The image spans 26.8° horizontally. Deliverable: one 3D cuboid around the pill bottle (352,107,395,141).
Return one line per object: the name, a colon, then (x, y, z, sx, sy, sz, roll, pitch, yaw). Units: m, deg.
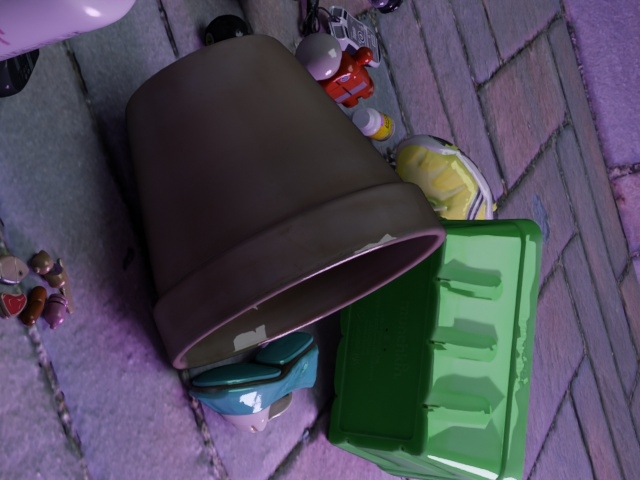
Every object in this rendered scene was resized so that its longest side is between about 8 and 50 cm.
pill bottle: (0.080, -0.180, 2.067, 0.083, 0.043, 0.043, 12, 68, -63)

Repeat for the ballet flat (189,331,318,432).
ballet flat: (-0.068, 0.174, 1.553, 0.247, 0.083, 0.087, -21, 112, -63)

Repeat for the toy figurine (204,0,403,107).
toy figurine: (-0.019, -0.286, 1.690, 0.148, 0.213, 0.209, 32, 77, -60)

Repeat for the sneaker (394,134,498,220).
sneaker: (0.197, 0.023, 2.086, 0.147, 0.145, 0.384, -35, 111, -53)

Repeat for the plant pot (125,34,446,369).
plant pot: (-0.066, -0.056, 1.445, 0.323, 0.323, 0.280, -2, 65, -65)

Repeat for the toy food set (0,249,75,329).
toy food set: (-0.266, 0.048, 1.264, 0.122, 0.019, 0.078, -11, 89, -65)

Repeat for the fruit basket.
fruit basket: (0.189, 0.153, 1.859, 0.392, 0.283, 0.392, 0, 90, -46)

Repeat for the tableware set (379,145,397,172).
tableware set: (0.090, -0.094, 2.076, 0.154, 0.024, 0.104, 0, 82, -66)

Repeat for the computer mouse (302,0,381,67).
computer mouse: (0.028, -0.313, 2.029, 0.193, 0.042, 0.106, 33, 44, -49)

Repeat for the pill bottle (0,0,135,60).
pill bottle: (-0.251, -0.241, 1.122, 0.160, 0.283, 0.160, 40, 44, -52)

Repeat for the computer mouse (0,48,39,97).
computer mouse: (-0.295, -0.220, 1.320, 0.242, 0.041, 0.071, -81, 166, -51)
